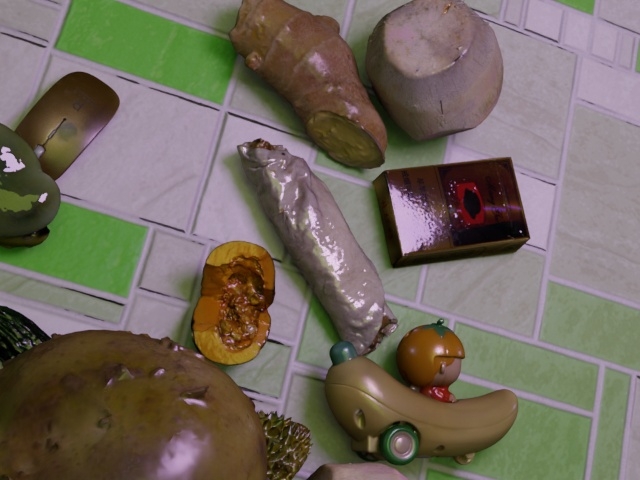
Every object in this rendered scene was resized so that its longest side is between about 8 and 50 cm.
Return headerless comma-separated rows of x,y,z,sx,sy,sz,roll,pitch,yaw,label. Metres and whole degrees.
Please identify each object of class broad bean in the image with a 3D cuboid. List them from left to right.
-0.480,-0.080,1.327,0.169,0.100,0.228,-44,106,-21,broad bean

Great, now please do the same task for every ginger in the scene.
-0.006,-0.264,1.528,0.190,0.126,0.354,-33,89,-32,ginger

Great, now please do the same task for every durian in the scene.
-0.095,0.312,1.344,0.108,0.119,0.186,44,69,-6,durian

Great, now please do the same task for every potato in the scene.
-0.285,0.307,1.126,0.442,0.319,0.385,-33,92,-5,potato

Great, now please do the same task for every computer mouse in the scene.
-0.395,-0.177,1.426,0.102,0.045,0.199,37,68,-2,computer mouse

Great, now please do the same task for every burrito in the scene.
0.000,0.000,1.483,0.117,0.076,0.392,-29,87,-27,burrito

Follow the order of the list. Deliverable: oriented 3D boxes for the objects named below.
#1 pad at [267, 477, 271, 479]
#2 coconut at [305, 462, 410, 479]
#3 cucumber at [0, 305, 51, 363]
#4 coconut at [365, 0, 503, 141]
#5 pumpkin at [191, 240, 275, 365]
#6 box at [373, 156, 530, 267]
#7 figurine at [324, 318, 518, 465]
-0.180,0.395,1.294,0.158,0.003,0.235,37,89,12,pad
0.068,0.443,1.299,0.259,0.259,0.259,4,74,-16,coconut
-0.389,0.187,1.315,0.077,0.077,0.265,-39,88,-22,cucumber
0.190,-0.283,1.543,0.227,0.230,0.227,-5,67,12,coconut
-0.129,0.098,1.399,0.119,0.107,0.183,14,80,-5,pumpkin
0.222,-0.050,1.565,0.240,0.071,0.159,-6,75,-17,box
0.160,0.235,1.439,0.325,0.124,0.222,5,76,-20,figurine
